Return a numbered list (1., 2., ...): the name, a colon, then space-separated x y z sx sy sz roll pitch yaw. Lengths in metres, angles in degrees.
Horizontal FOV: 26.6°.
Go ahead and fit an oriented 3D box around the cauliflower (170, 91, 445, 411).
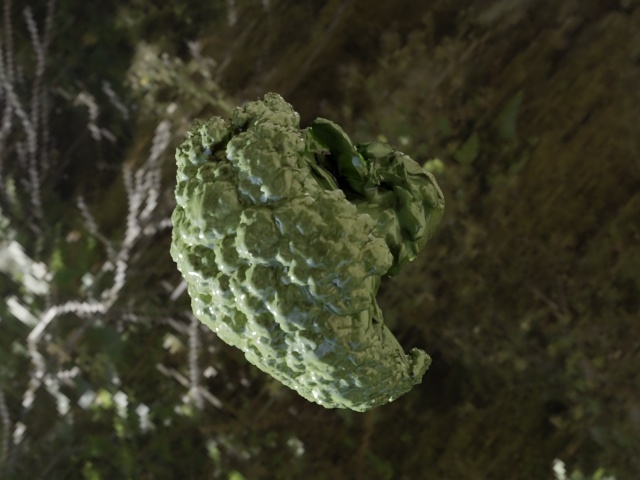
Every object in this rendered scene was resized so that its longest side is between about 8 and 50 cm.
1. cauliflower: 0.000 0.000 1.232 0.272 0.250 0.275 35 143 31
